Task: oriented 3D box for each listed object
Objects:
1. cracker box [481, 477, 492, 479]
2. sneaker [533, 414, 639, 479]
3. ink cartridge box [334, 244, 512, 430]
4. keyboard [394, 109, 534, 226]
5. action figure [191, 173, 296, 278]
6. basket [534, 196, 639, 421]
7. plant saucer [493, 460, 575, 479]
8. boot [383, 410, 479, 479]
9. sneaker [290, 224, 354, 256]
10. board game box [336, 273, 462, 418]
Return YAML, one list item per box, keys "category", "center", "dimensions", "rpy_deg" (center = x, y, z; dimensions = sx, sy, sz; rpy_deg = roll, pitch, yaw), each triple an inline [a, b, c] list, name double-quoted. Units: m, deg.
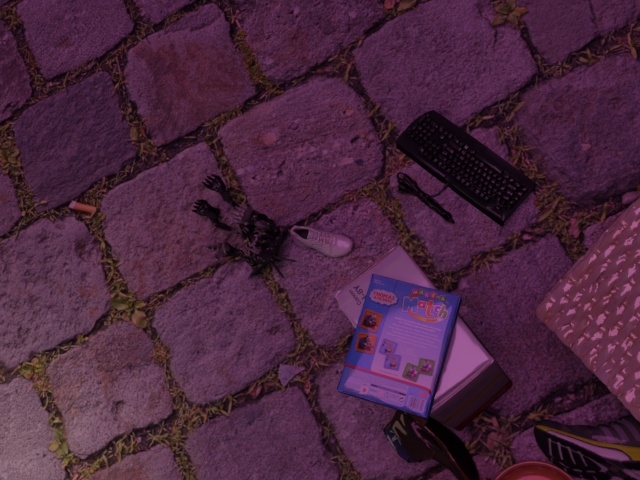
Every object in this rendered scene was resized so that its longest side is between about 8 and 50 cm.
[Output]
- category: "cracker box"
  center: [0.329, 0.593, 1.673]
  dimensions: [0.155, 0.067, 0.232]
  rpy_deg: [-41, 67, 7]
- category: "sneaker"
  center: [0.560, 0.392, 1.689]
  dimensions: [0.300, 0.111, 0.121]
  rpy_deg: [10, 43, 29]
- category: "ink cartridge box"
  center: [0.210, 0.199, 1.691]
  dimensions: [0.160, 0.384, 0.279]
  rpy_deg: [-40, 68, 4]
- category: "keyboard"
  center: [0.293, -0.142, 1.956]
  dimensions: [0.317, 0.033, 0.201]
  rpy_deg: [40, 89, 24]
- category: "action figure"
  center: [-0.185, -0.020, 2.006]
  dimensions: [0.275, 0.141, 0.164]
  rpy_deg: [42, 111, 24]
- category: "basket"
  center: [0.620, 0.124, 1.609]
  dimensions: [0.328, 0.266, 0.331]
  rpy_deg: [48, 113, 22]
- category: "plant saucer"
  center: [0.421, 0.533, 1.718]
  dimensions: [0.200, 0.037, 0.200]
  rpy_deg: [-5, 73, 16]
- category: "boot"
  center: [0.225, 0.430, 1.802]
  dimensions: [0.106, 0.082, 0.219]
  rpy_deg: [-46, 70, 24]
- category: "sneaker"
  center: [0.000, 0.000, 1.990]
  dimensions: [0.152, 0.061, 0.054]
  rpy_deg: [11, 76, 18]
- category: "board game box"
  center: [0.134, 0.176, 1.491]
  dimensions: [0.160, 0.039, 0.211]
  rpy_deg: [14, 78, 18]
